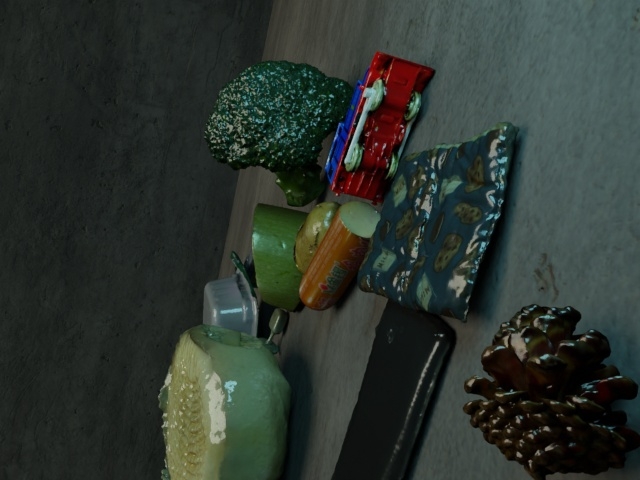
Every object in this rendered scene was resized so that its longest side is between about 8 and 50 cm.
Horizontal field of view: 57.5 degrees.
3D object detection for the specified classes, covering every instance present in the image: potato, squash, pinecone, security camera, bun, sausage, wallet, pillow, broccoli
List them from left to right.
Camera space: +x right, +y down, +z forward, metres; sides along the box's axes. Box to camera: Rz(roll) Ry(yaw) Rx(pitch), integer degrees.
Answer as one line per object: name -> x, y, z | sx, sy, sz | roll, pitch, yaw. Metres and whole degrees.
bun -> -0.164, 0.330, 1.083 | 0.364, 0.202, 0.364 | -24, 63, 58
security camera -> -0.098, 0.195, 1.271 | 0.092, 0.058, 0.058 | -61, 18, 13
squash -> -0.086, 0.040, 1.198 | 0.220, 0.133, 0.220 | -173, 90, -79
broccoli -> -0.060, -0.200, 1.101 | 0.297, 0.298, 0.297 | -97, -16, -51
potato -> 0.000, 0.000, 0.982 | 0.170, 0.080, 0.107 | 133, 136, -61
sausage -> 0.021, 0.040, 0.886 | 0.234, 0.071, 0.071 | 117, 159, -47
wallet -> 0.071, 0.204, 0.651 | 0.146, 0.030, 0.285 | -140, 64, -68
pillow -> 0.115, -0.019, 0.629 | 0.255, 0.034, 0.188 | -174, 102, -73
pinecone -> 0.136, 0.092, 0.360 | 0.109, 0.102, 0.102 | -79, 9, -60

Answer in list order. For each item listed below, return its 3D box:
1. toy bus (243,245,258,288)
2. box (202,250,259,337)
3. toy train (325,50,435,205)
toy bus -> -0.152, 0.051, 1.514 | 0.190, 0.075, 0.064 | 118, 158, -45
box -> -0.241, 0.233, 1.490 | 0.264, 0.106, 0.336 | -126, 39, -58
toy train -> 0.075, -0.159, 0.819 | 0.131, 0.083, 0.203 | -103, 30, -63
